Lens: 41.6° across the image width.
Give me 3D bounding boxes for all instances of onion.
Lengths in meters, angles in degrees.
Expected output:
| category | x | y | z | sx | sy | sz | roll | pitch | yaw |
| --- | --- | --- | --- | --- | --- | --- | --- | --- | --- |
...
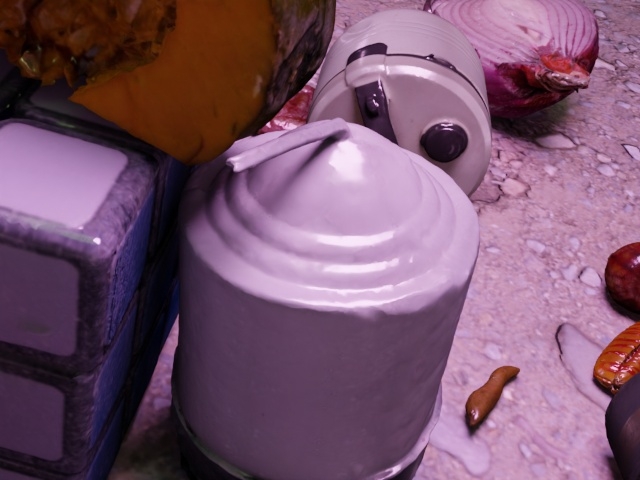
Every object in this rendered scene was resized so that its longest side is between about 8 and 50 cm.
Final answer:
| category | x | y | z | sx | sy | sz | roll | pitch | yaw |
| --- | --- | --- | --- | --- | --- | --- | --- | --- | --- |
| onion | 0.287 | -0.249 | 1.245 | 0.267 | 0.159 | 0.348 | -1 | 38 | -4 |

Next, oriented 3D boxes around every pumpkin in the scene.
| category | x | y | z | sx | sy | sz | roll | pitch | yaw |
| --- | --- | --- | --- | --- | --- | --- | --- | --- | --- |
| pumpkin | -0.126 | -0.135 | 0.519 | 0.280 | 0.190 | 0.139 | -17 | 28 | 28 |

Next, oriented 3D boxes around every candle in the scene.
| category | x | y | z | sx | sy | sz | roll | pitch | yaw |
| --- | --- | --- | --- | --- | --- | --- | --- | --- | --- |
| candle | 0.000 | 0.046 | 0.624 | 0.221 | 0.342 | 0.221 | 6 | 38 | -5 |

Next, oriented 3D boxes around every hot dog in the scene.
| category | x | y | z | sx | sy | sz | roll | pitch | yaw |
| --- | --- | --- | --- | --- | --- | --- | --- | --- | --- |
| hot dog | 0.341 | 0.120 | 0.895 | 0.062 | 0.038 | 0.144 | 37 | 42 | 25 |

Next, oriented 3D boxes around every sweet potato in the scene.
| category | x | y | z | sx | sy | sz | roll | pitch | yaw |
| --- | --- | --- | --- | --- | --- | --- | --- | --- | --- |
| sweet potato | 0.162 | 0.146 | 0.809 | 0.026 | 0.026 | 0.115 | 31 | 34 | 19 |

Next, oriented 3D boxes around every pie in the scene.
| category | x | y | z | sx | sy | sz | roll | pitch | yaw |
| --- | --- | --- | --- | --- | --- | --- | --- | --- | --- |
| pie | -0.053 | -0.179 | 1.132 | 0.154 | 0.036 | 0.154 | 9 | 38 | -7 |

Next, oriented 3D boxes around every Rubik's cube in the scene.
| category | x | y | z | sx | sy | sz | roll | pitch | yaw |
| --- | --- | --- | --- | --- | --- | --- | --- | --- | --- |
| Rubik's cube | -0.259 | -0.010 | 0.620 | 0.304 | 0.305 | 0.301 | 15 | 37 | 0 |

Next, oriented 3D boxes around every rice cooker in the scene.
| category | x | y | z | sx | sy | sz | roll | pitch | yaw |
| --- | --- | --- | --- | --- | --- | --- | --- | --- | --- |
| rice cooker | 0.091 | -0.140 | 0.996 | 0.226 | 0.226 | 0.244 | 12 | 35 | -5 |

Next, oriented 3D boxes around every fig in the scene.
| category | x | y | z | sx | sy | sz | roll | pitch | yaw |
| --- | --- | --- | --- | --- | --- | --- | --- | --- | --- |
| fig | 0.376 | 0.038 | 0.993 | 0.089 | 0.089 | 0.125 | 19 | 15 | 4 |

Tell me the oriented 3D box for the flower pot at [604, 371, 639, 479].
| category | x | y | z | sx | sy | sz | roll | pitch | yaw |
| --- | --- | --- | --- | --- | --- | --- | --- | --- | --- |
| flower pot | 0.323 | 0.178 | 0.734 | 0.157 | 0.157 | 0.107 | 8 | 27 | -11 |
